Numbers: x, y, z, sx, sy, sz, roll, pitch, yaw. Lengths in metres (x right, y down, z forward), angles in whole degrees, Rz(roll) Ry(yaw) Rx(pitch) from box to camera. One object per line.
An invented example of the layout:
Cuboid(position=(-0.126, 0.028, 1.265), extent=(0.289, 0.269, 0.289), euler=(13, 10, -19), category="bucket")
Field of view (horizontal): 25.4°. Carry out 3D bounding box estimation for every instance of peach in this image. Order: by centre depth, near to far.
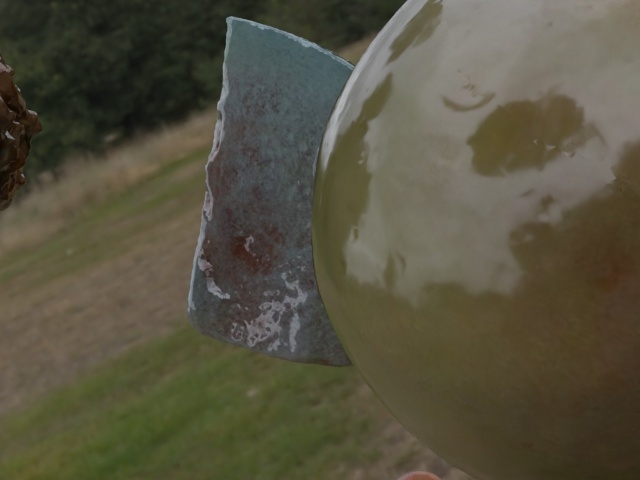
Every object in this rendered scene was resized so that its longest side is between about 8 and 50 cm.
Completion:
Cuboid(position=(0.144, 0.002, 0.585), extent=(0.247, 0.292, 0.292), euler=(-59, 20, -14), category="peach")

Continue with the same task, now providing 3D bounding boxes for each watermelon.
Cuboid(position=(0.000, 0.000, 1.180), extent=(0.258, 0.387, 0.228), euler=(-40, 13, -11), category="watermelon")

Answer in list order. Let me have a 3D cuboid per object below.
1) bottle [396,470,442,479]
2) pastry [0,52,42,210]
Cuboid(position=(0.123, 0.295, 1.429), extent=(0.069, 0.187, 0.069), euler=(-11, 57, 17), category="bottle")
Cuboid(position=(-0.345, -0.040, 0.897), extent=(0.337, 0.292, 0.405), euler=(-54, -13, -40), category="pastry")
